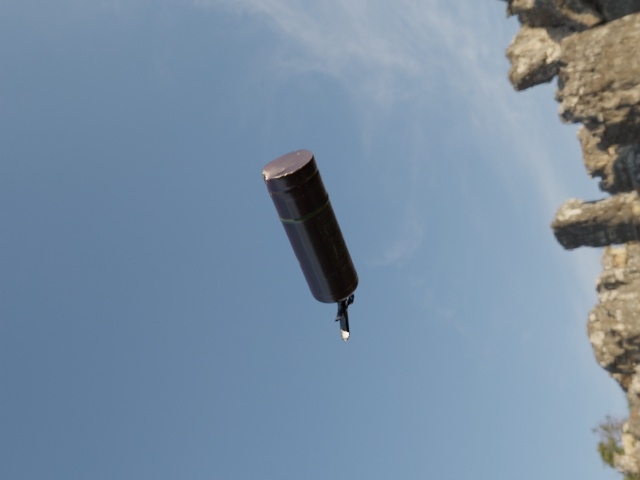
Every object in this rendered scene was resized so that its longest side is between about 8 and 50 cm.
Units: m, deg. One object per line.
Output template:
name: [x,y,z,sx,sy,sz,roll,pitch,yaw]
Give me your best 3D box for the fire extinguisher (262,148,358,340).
fire extinguisher: [0.000,0.000,0.501,0.078,0.045,0.157,-80,-28,-56]
